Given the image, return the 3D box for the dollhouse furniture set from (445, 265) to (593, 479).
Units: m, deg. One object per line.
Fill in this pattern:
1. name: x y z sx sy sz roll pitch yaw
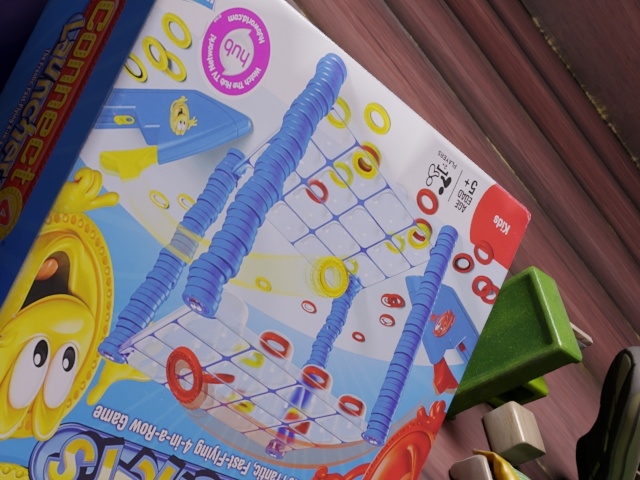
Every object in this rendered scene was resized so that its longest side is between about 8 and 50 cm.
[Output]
1. dollhouse furniture set: 0.231 0.213 1.045 0.198 0.151 0.301 33 35 -44

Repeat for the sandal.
1. sandal: 0.330 0.234 1.141 0.302 0.086 0.120 93 1 -47

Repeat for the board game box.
1. board game box: -0.051 0.051 0.560 0.308 0.086 0.301 32 79 -44

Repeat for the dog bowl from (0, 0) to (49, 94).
1. dog bowl: -0.176 -0.168 0.630 0.265 0.104 0.264 166 -90 -86
